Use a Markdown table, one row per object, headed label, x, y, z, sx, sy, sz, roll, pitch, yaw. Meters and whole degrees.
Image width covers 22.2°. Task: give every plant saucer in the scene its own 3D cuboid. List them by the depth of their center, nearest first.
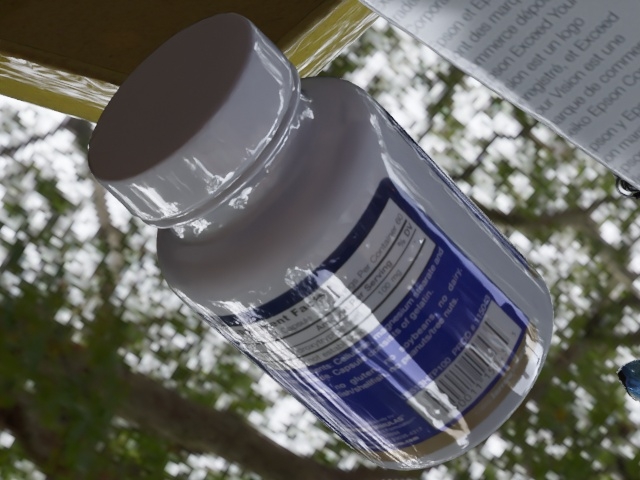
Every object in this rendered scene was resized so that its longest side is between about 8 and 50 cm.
| label | x | y | z | sx | sy | sz | roll | pitch | yaw |
| --- | --- | --- | --- | --- | --- | --- | --- | --- | --- |
| plant saucer | -0.088 | -0.166 | 0.952 | 0.333 | 0.081 | 0.333 | 19 | -135 | 30 |

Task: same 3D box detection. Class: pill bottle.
| label | x | y | z | sx | sy | sz | roll | pitch | yaw |
| --- | --- | --- | --- | --- | --- | --- | --- | --- | --- |
| pill bottle | 0.000 | 0.000 | 0.659 | 0.112 | 0.187 | 0.112 | -31 | -146 | 24 |

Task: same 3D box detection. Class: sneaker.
| label | x | y | z | sx | sy | sz | roll | pitch | yaw |
| --- | --- | --- | --- | --- | --- | --- | --- | --- | --- |
| sneaker | 0.394 | 0.129 | 1.752 | 0.063 | 0.162 | 0.073 | -114 | -158 | -43 |

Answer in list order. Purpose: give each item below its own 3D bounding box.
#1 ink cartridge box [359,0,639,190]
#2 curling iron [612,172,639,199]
| label | x | y | z | sx | sy | sz | roll | pitch | yaw |
| --- | --- | --- | --- | --- | --- | --- | --- | --- | --- |
| ink cartridge box | 0.084 | -0.158 | 0.506 | 0.071 | 0.330 | 0.324 | -45 | -160 | 39 |
| curling iron | 0.401 | -0.136 | 1.630 | 0.274 | 0.068 | 0.035 | -40 | -132 | 3 |
